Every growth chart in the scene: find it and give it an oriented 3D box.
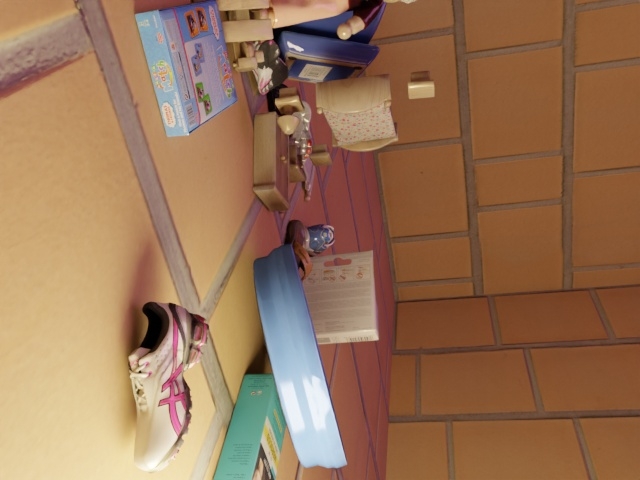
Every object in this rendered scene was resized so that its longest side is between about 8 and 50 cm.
[{"bbox_3d":[-0.044,-0.244,1.617,0.172,0.021,0.237,-80,161,-53],"label":"growth chart"}]

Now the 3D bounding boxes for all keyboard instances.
[{"bbox_3d":[-0.088,-0.314,1.430,0.180,0.023,0.108,-31,116,-76],"label":"keyboard"}]

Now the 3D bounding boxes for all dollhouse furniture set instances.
[{"bbox_3d":[0.056,-0.166,1.242,0.303,0.356,0.173,54,33,-69],"label":"dollhouse furniture set"},{"bbox_3d":[-0.167,-0.363,1.057,0.151,0.123,0.144,-162,-118,-64],"label":"dollhouse furniture set"}]

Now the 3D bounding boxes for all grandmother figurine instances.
[{"bbox_3d":[0.034,-0.467,1.150,0.104,0.342,0.207,166,-89,-74],"label":"grandmother figurine"}]

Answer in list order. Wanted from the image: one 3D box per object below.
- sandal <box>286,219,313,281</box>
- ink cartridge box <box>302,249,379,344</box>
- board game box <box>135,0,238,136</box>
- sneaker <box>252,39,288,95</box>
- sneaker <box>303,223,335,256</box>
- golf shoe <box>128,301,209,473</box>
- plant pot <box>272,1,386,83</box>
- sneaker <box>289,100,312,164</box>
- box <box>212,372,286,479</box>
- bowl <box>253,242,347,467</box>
[{"bbox_3d":[-0.044,0.042,1.388,0.090,0.060,0.219,73,16,-45],"label":"sandal"},{"bbox_3d":[0.044,0.136,1.482,0.056,0.181,0.224,72,16,-50],"label":"ink cartridge box"},{"bbox_3d":[-0.182,-0.255,0.891,0.211,0.039,0.160,-63,146,-63],"label":"board game box"},{"bbox_3d":[-0.113,-0.361,1.221,0.077,0.072,0.178,54,-11,14],"label":"sneaker"},{"bbox_3d":[0.000,0.000,1.572,0.211,0.081,0.080,-4,87,-80],"label":"sneaker"},{"bbox_3d":[-0.185,0.158,0.688,0.086,0.067,0.186,33,49,-38],"label":"golf shoe"},{"bbox_3d":[0.004,-0.454,1.307,0.236,0.236,0.212,172,-77,-77],"label":"plant pot"},{"bbox_3d":[-0.048,-0.253,1.472,0.065,0.061,0.158,-104,-157,-73],"label":"sneaker"},{"bbox_3d":[-0.105,0.329,0.968,0.244,0.060,0.100,-79,160,-55],"label":"box"},{"bbox_3d":[-0.039,0.200,1.081,0.391,0.077,0.391,166,-90,-87],"label":"bowl"}]
